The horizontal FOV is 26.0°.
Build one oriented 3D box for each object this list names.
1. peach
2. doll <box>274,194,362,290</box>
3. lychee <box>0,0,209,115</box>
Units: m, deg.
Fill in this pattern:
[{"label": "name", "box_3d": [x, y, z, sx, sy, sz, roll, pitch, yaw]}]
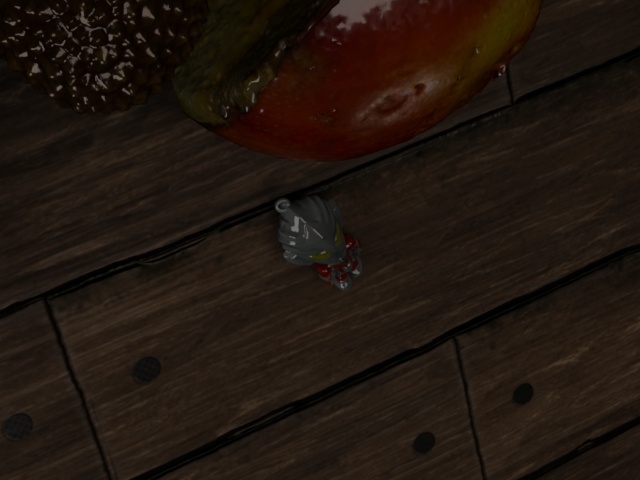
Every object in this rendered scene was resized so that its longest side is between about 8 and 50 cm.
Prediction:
[{"label": "peach", "box_3d": [0.028, -0.256, 1.458, 0.417, 0.339, 0.353, -24, 117, -13]}, {"label": "doll", "box_3d": [0.000, 0.000, 1.699, 0.094, 0.079, 0.180, -48, 135, -5]}, {"label": "lychee", "box_3d": [-0.223, -0.252, 1.363, 0.268, 0.267, 0.267, -10, 113, -25]}]
